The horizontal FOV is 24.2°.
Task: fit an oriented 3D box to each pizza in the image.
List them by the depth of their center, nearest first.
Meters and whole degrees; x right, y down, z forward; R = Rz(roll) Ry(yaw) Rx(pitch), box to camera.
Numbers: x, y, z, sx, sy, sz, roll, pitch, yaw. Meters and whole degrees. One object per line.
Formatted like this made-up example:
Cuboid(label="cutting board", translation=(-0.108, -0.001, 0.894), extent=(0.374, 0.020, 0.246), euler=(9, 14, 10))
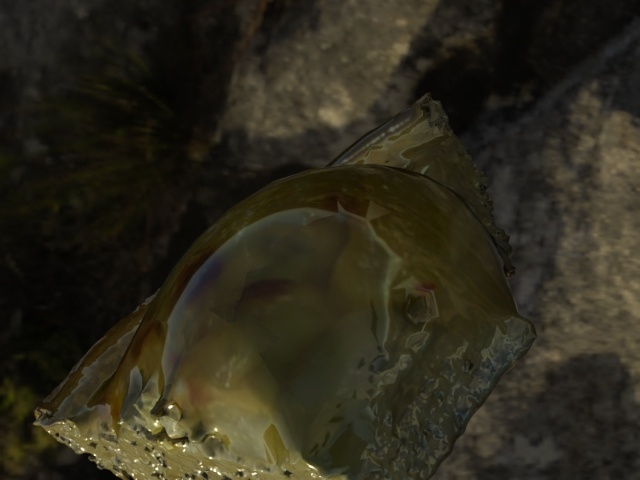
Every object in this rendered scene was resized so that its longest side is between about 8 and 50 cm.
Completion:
Cuboid(label="pizza", translation=(0.001, 0.004, 0.535), extent=(0.204, 0.080, 0.188), euler=(-46, 25, -23))
